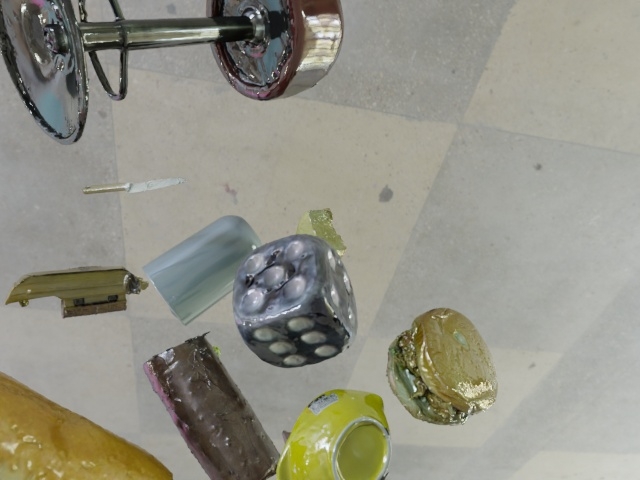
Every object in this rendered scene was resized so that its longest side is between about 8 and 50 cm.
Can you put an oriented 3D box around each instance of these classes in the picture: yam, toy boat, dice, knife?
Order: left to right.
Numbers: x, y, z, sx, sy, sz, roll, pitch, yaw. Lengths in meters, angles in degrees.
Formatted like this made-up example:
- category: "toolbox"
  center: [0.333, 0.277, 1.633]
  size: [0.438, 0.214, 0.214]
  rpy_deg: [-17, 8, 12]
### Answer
- category: "toy boat"
  center: [-0.428, 0.093, 0.825]
  size: [0.226, 0.068, 0.088]
  rpy_deg: [-5, 100, -32]
- category: "knife"
  center: [-0.447, -0.127, 1.104]
  size: [0.297, 0.047, 0.017]
  rpy_deg: [-3, 125, 14]
- category: "yam"
  center: [-0.178, 0.288, 0.766]
  size: [0.131, 0.280, 0.131]
  rpy_deg: [-34, 166, -10]
- category: "dice"
  center: [-0.042, 0.110, 0.839]
  size: [0.181, 0.183, 0.182]
  rpy_deg: [-19, 137, 17]

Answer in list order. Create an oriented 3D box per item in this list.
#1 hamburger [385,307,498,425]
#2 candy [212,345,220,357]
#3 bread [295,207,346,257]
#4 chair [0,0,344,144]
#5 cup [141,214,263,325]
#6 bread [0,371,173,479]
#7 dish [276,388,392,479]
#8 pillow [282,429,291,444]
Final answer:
- category: "hamburger"
  center: [0.219, 0.226, 0.822]
  size: [0.215, 0.189, 0.122]
  rpy_deg: [-9, 151, -45]
- category: "candy"
  center: [-0.278, 0.304, 1.229]
  size: [0.035, 0.035, 0.123]
  rpy_deg: [6, 173, -19]
- category: "bread"
  center: [-0.007, 0.003, 1.182]
  size: [0.086, 0.156, 0.125]
  rpy_deg: [0, 147, -43]
- category: "chair"
  center: [-0.174, -0.277, 0.616]
  size: [0.401, 0.226, 0.227]
  rpy_deg: [-27, 146, -41]
- category: "cup"
  center: [-0.321, 0.075, 1.328]
  size: [0.312, 0.205, 0.205]
  rpy_deg: [-36, 133, -18]
- category: "bread"
  center: [-0.394, 0.292, 0.596]
  size: [0.375, 0.165, 0.236]
  rpy_deg: [42, 137, -21]
- category: "dish"
  center: [0.035, 0.286, 0.620]
  size: [0.149, 0.207, 0.080]
  rpy_deg: [52, 150, -7]
- category: "pillow"
  center: [0.033, 0.457, 0.815]
  size: [0.223, 0.236, 0.084]
  rpy_deg: [21, 109, -18]
